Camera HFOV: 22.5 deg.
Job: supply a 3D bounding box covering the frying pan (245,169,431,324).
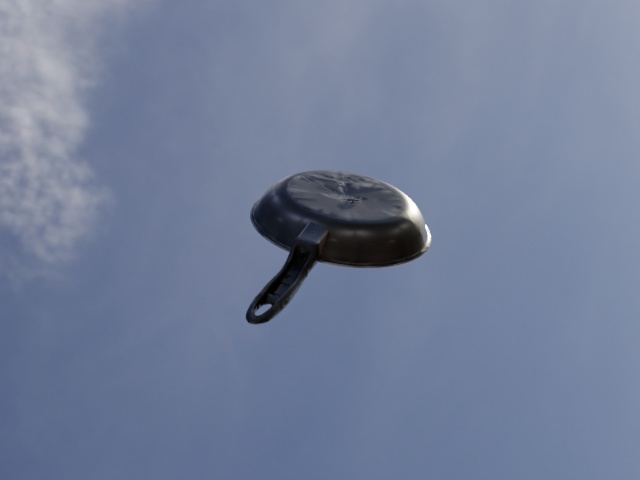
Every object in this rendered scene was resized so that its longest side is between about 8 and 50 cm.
[{"bbox_3d":[-0.020,-0.012,1.682,0.326,0.197,0.053,-18,-54,-45],"label":"frying pan"}]
